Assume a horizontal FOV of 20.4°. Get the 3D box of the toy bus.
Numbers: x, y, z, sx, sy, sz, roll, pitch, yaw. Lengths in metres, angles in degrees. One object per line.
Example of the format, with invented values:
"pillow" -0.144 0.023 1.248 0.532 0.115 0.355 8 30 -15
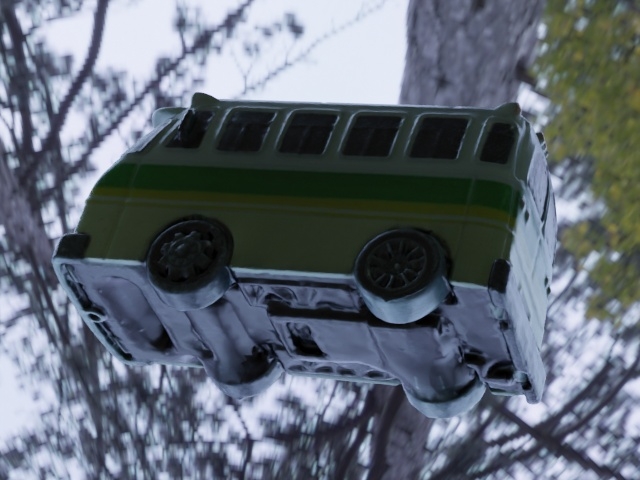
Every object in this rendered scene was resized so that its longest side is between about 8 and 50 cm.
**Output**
"toy bus" 0.000 0.000 1.055 0.276 0.133 0.164 5 -123 21
